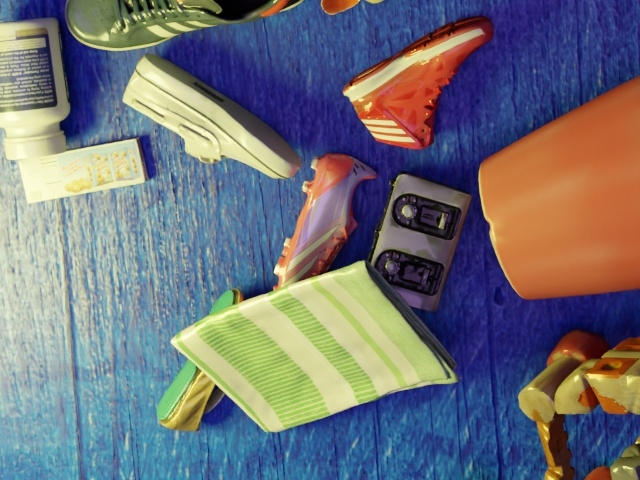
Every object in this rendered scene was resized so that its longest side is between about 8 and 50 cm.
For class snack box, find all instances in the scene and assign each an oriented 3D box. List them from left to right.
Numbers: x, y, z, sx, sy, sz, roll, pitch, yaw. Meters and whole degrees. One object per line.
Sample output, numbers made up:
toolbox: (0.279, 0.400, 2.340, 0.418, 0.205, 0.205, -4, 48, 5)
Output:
snack box: (-0.337, -0.099, 1.953, 0.178, 0.022, 0.064, -10, 98, 10)

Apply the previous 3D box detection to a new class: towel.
towel: (-0.009, 0.153, 1.841, 0.324, 0.038, 0.248, -19, 129, 31)

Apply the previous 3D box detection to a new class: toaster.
toaster: (0.125, 0.000, 1.838, 0.110, 0.186, 0.168, 18, 94, 2)

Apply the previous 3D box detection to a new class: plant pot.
plant pot: (0.349, -0.048, 1.758, 0.243, 0.275, 0.275, -18, 98, 20)

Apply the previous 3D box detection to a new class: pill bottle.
pill bottle: (-0.405, -0.209, 1.897, 0.112, 0.112, 0.187, -5, 99, 9)

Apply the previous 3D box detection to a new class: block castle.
block castle: (0.499, 0.264, 1.745, 0.453, 0.213, 0.303, -2, 110, 39)

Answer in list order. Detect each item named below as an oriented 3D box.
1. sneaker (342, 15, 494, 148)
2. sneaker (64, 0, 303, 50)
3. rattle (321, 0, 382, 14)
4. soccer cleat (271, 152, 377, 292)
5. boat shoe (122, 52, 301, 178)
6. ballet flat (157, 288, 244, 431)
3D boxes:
sneaker: (0.152, -0.205, 1.847, 0.221, 0.087, 0.128, -24, 105, 24)
sneaker: (-0.187, -0.334, 1.825, 0.350, 0.148, 0.131, -13, 98, 10)
rattle: (0.117, -0.354, 1.840, 0.199, 0.142, 0.130, -44, 59, 28)
soccer cleat: (0.000, 0.000, 1.899, 0.095, 0.083, 0.248, 18, 100, 0)
boat shoe: (-0.153, -0.151, 1.883, 0.267, 0.096, 0.088, 33, 107, 2)
ballet flat: (-0.152, 0.173, 1.964, 0.073, 0.080, 0.232, 24, 107, -26)
